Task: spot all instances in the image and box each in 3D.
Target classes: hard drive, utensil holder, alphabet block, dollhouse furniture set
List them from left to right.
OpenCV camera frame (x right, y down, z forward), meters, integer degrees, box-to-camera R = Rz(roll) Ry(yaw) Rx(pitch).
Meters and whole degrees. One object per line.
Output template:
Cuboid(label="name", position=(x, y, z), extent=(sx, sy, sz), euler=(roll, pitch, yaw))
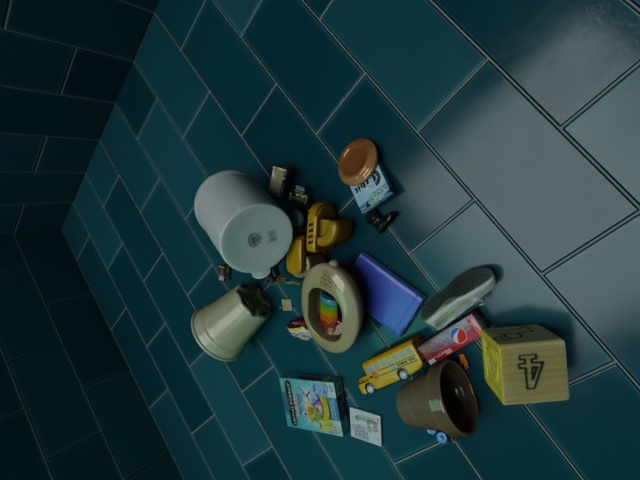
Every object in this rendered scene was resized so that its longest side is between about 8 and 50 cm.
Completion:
Cuboid(label="utensil holder", position=(-0.331, -0.085, 1.723), extent=(0.385, 0.327, 0.328), euler=(45, 123, 51))
Cuboid(label="dollhouse furniture set", position=(-0.124, -0.258, 1.857), extent=(0.183, 0.129, 0.129), euler=(17, 108, 7))
Cuboid(label="hard drive", position=(0.253, 0.223, 1.694), extent=(0.318, 0.040, 0.210), euler=(37, 117, 25))
Cuboid(label="alphabet block", position=(0.646, 0.390, 1.306), extent=(0.197, 0.192, 0.193), euler=(-7, 92, 6))

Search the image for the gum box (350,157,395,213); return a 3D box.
Cuboid(label="gum box", position=(0.198, -0.227, 1.643), extent=(0.157, 0.041, 0.184), euler=(-35, 66, 34))

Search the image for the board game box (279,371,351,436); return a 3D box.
Cuboid(label="board game box", position=(-0.032, 0.780, 1.960), extent=(0.336, 0.079, 0.254), euler=(-9, 91, 36))

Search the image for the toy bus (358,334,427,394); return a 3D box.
Cuboid(label="toy bus", position=(0.291, 0.516, 1.670), extent=(0.332, 0.108, 0.130), euler=(-38, 75, 33))

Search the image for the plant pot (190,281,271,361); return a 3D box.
Cuboid(label="plant pot", position=(-0.424, 0.386, 2.058), extent=(0.305, 0.334, 0.334), euler=(-42, 73, 21))

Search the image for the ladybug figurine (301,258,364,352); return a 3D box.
Cuboid(label="ladybug figurine", position=(0.064, 0.267, 1.715), extent=(0.305, 0.162, 0.449), euler=(27, 128, 32))

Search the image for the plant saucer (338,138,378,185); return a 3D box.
Cuboid(label="plant saucer", position=(0.142, -0.321, 1.650), extent=(0.200, 0.037, 0.200), euler=(-16, 67, 43))

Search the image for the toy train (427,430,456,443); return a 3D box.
Cuboid(label="toy train", position=(0.459, 0.709, 1.604), extent=(0.184, 0.080, 0.105), euler=(31, 105, 30))

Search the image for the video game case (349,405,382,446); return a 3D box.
Cuboid(label="video game case", position=(0.205, 0.837, 1.836), extent=(0.157, 0.019, 0.143), euler=(2, 98, 35))

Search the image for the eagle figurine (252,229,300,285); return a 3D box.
Cuboid(label="eagle figurine", position=(-0.211, 0.052, 1.900), extent=(0.225, 0.226, 0.298), euler=(-172, 83, -75))

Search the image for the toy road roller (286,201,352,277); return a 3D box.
Cuboid(label="toy road roller", position=(0.000, 0.000, 1.740), extent=(0.240, 0.202, 0.330), euler=(9, 101, 34))

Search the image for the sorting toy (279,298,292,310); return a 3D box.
Cuboid(label="sorting toy", position=(-0.176, 0.321, 2.033), extent=(0.083, 0.012, 0.062), euler=(-6, 98, 33))

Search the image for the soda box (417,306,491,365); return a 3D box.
Cuboid(label="soda box", position=(0.494, 0.358, 1.510), extent=(0.263, 0.092, 0.083), euler=(-44, 73, 32))

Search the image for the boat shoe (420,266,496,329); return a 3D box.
Cuboid(label="boat shoe", position=(0.509, 0.216, 1.479), extent=(0.103, 0.118, 0.320), euler=(35, 119, -15))

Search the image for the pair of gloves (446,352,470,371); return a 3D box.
Cuboid(label="pair of gloves", position=(0.526, 0.469, 1.556), extent=(0.083, 0.010, 0.074), euler=(-20, 88, 37))

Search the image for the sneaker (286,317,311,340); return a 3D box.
Cuboid(label="sneaker", position=(-0.050, 0.424, 1.928), extent=(0.225, 0.088, 0.093), euler=(-2, 123, 32))

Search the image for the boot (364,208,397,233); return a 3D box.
Cuboid(label="boot", position=(0.242, -0.098, 1.653), extent=(0.099, 0.045, 0.121), euler=(51, 120, 25))

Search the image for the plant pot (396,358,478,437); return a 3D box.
Cuboid(label="plant pot", position=(0.414, 0.592, 1.504), extent=(0.229, 0.263, 0.263), euler=(-29, 80, 38))

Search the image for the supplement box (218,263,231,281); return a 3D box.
Cuboid(label="supplement box", position=(-0.524, 0.176, 2.232), extent=(0.043, 0.055, 0.083), euler=(9, 103, 34))
